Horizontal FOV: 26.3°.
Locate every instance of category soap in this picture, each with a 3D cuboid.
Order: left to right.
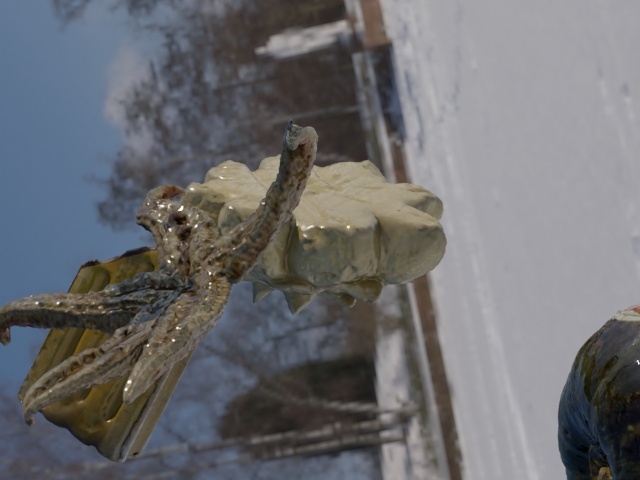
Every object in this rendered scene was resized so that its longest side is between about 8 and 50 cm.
[{"bbox_3d":[-0.232,0.113,1.631,0.257,0.160,0.080,-62,-15,6],"label":"soap"}]

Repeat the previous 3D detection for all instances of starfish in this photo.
[{"bbox_3d":[-0.122,0.025,1.123,0.094,0.327,0.375,51,-179,-22],"label":"starfish"}]

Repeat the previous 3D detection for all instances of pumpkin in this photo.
[{"bbox_3d":[0.299,0.171,1.077,0.260,0.189,0.260,172,90,-85],"label":"pumpkin"}]

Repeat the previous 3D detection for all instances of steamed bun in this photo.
[{"bbox_3d":[0.000,0.000,1.529,0.295,0.292,0.137,-40,-42,-67],"label":"steamed bun"}]
